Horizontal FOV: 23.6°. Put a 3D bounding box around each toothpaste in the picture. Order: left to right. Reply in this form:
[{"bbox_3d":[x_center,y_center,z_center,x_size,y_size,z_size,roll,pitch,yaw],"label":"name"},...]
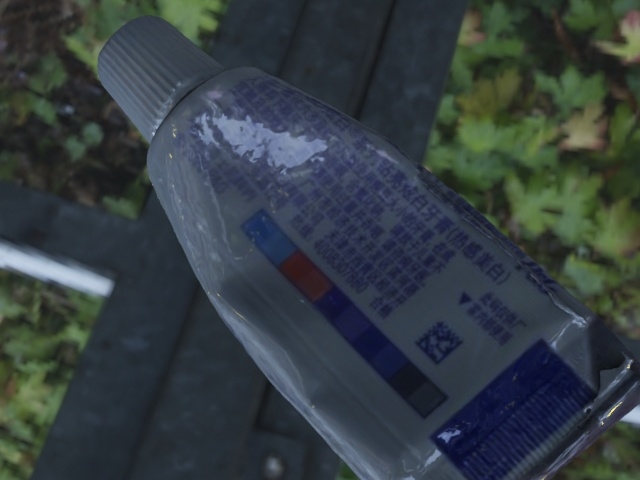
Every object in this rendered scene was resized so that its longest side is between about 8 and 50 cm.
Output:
[{"bbox_3d":[0.001,-0.002,0.637,0.099,0.282,0.068,-54,151,18],"label":"toothpaste"}]
